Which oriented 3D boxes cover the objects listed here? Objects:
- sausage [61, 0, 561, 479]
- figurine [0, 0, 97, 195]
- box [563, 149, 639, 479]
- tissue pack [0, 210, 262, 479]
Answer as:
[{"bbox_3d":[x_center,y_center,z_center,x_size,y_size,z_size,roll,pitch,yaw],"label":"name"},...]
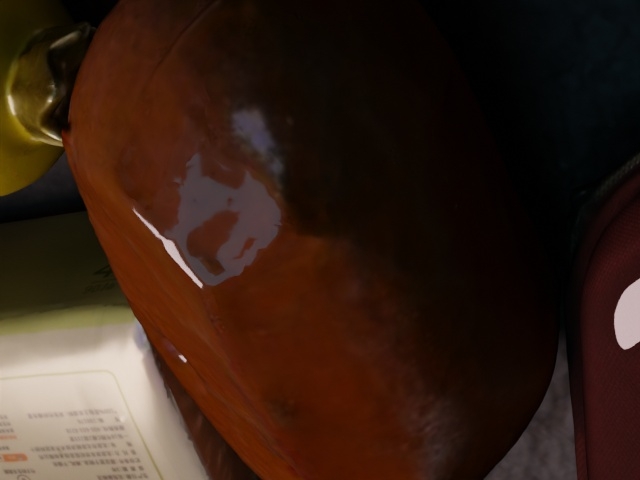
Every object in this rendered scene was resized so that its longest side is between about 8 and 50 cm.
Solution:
[{"bbox_3d":[-0.001,0.001,0.653,0.153,0.141,0.268,28,151,48],"label":"sausage"},{"bbox_3d":[-0.192,-0.057,0.767,0.234,0.127,0.185,8,130,12],"label":"figurine"},{"bbox_3d":[0.232,0.128,0.664,0.263,0.108,0.404,6,124,26],"label":"box"},{"bbox_3d":[-0.126,0.076,0.812,0.234,0.125,0.159,-8,118,31],"label":"tissue pack"}]
